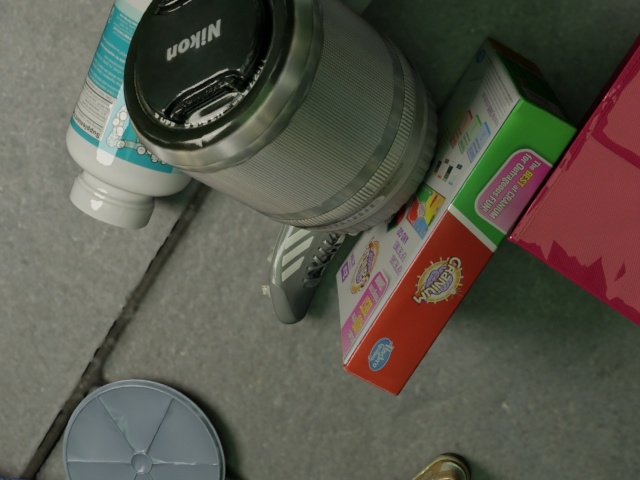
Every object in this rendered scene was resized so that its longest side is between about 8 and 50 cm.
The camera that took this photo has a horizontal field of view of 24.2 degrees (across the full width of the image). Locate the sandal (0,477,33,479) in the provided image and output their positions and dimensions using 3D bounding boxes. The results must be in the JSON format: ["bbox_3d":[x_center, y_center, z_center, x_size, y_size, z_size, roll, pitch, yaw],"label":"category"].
[{"bbox_3d":[-0.382,0.325,1.768,0.138,0.126,0.317,-42,99,14],"label":"sandal"}]

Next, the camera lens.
[{"bbox_3d":[-0.038,-0.139,1.449,0.219,0.274,0.219,-14,64,32],"label":"camera lens"}]

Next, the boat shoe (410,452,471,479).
[{"bbox_3d":[0.093,0.319,1.677,0.068,0.072,0.190,36,108,3],"label":"boat shoe"}]

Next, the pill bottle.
[{"bbox_3d":[-0.182,-0.149,1.594,0.146,0.146,0.264,25,107,6],"label":"pill bottle"}]

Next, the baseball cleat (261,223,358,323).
[{"bbox_3d":[0.000,0.000,1.617,0.109,0.072,0.205,13,106,29],"label":"baseball cleat"}]

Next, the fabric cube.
[{"bbox_3d":[0.367,-0.055,1.437,0.258,0.254,0.259,34,108,5],"label":"fabric cube"}]

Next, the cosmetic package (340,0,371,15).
[{"bbox_3d":[0.017,-0.421,1.406,0.284,0.097,0.377,34,134,-9],"label":"cosmetic package"}]

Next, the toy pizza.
[{"bbox_3d":[-0.206,0.257,1.751,0.201,0.032,0.201,3,103,13],"label":"toy pizza"}]

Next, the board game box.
[{"bbox_3d":[0.124,-0.031,1.500,0.064,0.242,0.316,28,108,-12],"label":"board game box"}]
